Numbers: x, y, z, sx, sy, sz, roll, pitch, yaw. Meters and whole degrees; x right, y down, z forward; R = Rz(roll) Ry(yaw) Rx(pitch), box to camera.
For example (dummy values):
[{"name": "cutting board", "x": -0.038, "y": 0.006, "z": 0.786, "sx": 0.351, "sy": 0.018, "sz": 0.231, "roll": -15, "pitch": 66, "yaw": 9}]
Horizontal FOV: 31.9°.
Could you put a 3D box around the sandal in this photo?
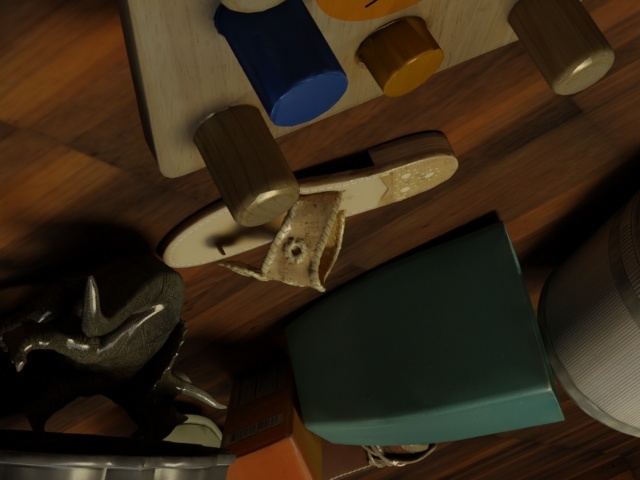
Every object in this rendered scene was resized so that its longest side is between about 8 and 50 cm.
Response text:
[{"name": "sandal", "x": -0.001, "y": -0.002, "z": 0.847, "sx": 0.240, "sy": 0.079, "sz": 0.088, "roll": -21, "pitch": 157, "yaw": 0}]

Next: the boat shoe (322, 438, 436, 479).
[{"name": "boat shoe", "x": 0.076, "y": 0.189, "z": 1.241, "sx": 0.324, "sy": 0.116, "sz": 0.123, "roll": -38, "pitch": 113, "yaw": 20}]

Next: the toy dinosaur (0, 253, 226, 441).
[{"name": "toy dinosaur", "x": -0.162, "y": 0.060, "z": 0.844, "sx": 0.160, "sy": 0.121, "sz": 0.313, "roll": -26, "pitch": 155, "yaw": -22}]

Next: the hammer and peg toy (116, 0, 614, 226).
[{"name": "hammer and peg toy", "x": 0.028, "y": -0.155, "z": 0.442, "sx": 0.266, "sy": 0.127, "sz": 0.361, "roll": -24, "pitch": 160, "yaw": -11}]

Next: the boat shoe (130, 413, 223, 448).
[{"name": "boat shoe", "x": -0.151, "y": 0.269, "z": 1.273, "sx": 0.113, "sy": 0.127, "sz": 0.340, "roll": -4, "pitch": 166, "yaw": 21}]

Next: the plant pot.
[{"name": "plant pot", "x": 0.096, "y": 0.113, "z": 1.090, "sx": 0.234, "sy": 0.165, "sz": 0.166, "roll": -17, "pitch": 158, "yaw": 10}]

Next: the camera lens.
[{"name": "camera lens", "x": 0.363, "y": 0.057, "z": 1.112, "sx": 0.219, "sy": 0.219, "sz": 0.274, "roll": -9, "pitch": 154, "yaw": -27}]

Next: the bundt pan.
[{"name": "bundt pan", "x": -0.237, "y": 0.221, "z": 0.904, "sx": 0.330, "sy": 0.124, "sz": 0.331, "roll": 5, "pitch": 172, "yaw": 1}]

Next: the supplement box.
[{"name": "supplement box", "x": -0.046, "y": 0.193, "z": 1.099, "sx": 0.080, "sy": 0.078, "sz": 0.233, "roll": -23, "pitch": -170, "yaw": 6}]
